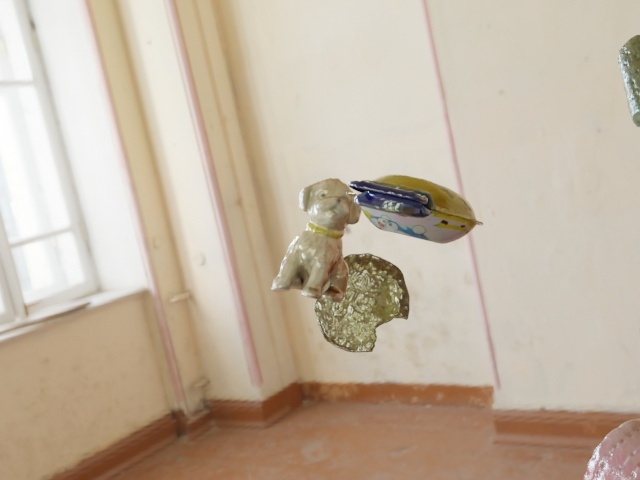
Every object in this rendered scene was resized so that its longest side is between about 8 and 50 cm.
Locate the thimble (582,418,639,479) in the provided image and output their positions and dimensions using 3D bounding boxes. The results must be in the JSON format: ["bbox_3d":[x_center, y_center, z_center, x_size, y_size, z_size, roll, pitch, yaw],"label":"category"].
[{"bbox_3d":[0.530,0.397,1.311,0.163,0.190,0.125,11,20,-28],"label":"thimble"}]

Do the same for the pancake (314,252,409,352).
[{"bbox_3d":[0.091,0.139,1.814,0.235,0.212,0.029,-38,-15,12],"label":"pancake"}]

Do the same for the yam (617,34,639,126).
[{"bbox_3d":[0.572,-0.276,1.411,0.078,0.179,0.078,1,-29,1],"label":"yam"}]

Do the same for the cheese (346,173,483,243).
[{"bbox_3d":[0.093,-0.038,0.857,0.156,0.064,0.250,13,-1,20],"label":"cheese"}]

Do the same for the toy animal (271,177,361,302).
[{"bbox_3d":[0.014,0.000,1.250,0.104,0.185,0.184,8,-2,23],"label":"toy animal"}]
